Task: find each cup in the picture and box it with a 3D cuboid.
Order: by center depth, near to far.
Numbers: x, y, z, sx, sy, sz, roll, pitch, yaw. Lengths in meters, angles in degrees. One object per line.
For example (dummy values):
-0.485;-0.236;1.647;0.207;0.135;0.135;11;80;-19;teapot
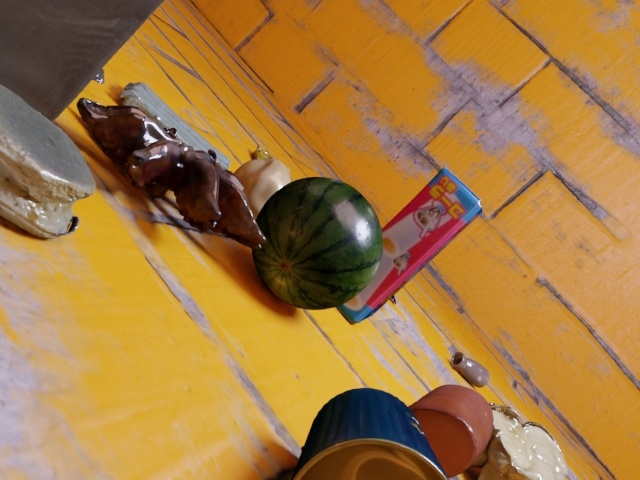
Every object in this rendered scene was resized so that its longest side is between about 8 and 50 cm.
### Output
0.045;0.218;0.555;0.155;0.131;0.177;-74;150;-82;cup

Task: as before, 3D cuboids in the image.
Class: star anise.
-0.181;-0.087;0.832;0.288;0.088;0.288;34;9;-6;star anise

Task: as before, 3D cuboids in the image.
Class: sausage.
0.184;0.262;0.939;0.114;0.113;0.259;50;12;18;sausage

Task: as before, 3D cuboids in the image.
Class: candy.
0.151;0.012;1.201;0.100;0.306;0.157;46;10;10;candy

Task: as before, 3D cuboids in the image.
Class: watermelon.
0.000;0.000;0.939;0.188;0.188;0.214;47;30;2;watermelon

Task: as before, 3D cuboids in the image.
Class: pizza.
-0.106;-0.165;1.573;0.160;0.036;0.099;48;10;4;pizza

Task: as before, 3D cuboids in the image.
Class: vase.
0.369;0.318;1.639;0.100;0.053;0.053;38;13;-24;vase

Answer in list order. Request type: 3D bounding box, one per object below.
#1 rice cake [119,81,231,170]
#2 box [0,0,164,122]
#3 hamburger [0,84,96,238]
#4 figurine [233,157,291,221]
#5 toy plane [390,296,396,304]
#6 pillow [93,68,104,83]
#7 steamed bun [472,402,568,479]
-0.237;-0.178;1.089;0.211;0.038;0.124;43;11;-16;rice cake
-0.287;-0.264;0.672;0.155;0.231;0.149;52;11;29;box
-0.254;-0.071;0.556;0.140;0.062;0.133;50;7;28;hamburger
-0.075;-0.057;1.111;0.108;0.114;0.196;54;5;37;figurine
0.141;0.098;1.512;0.130;0.061;0.189;50;11;21;toy plane
-0.418;-0.348;0.835;0.228;0.101;0.326;53;13;22;pillow
0.308;0.372;1.059;0.177;0.106;0.192;25;33;-30;steamed bun
